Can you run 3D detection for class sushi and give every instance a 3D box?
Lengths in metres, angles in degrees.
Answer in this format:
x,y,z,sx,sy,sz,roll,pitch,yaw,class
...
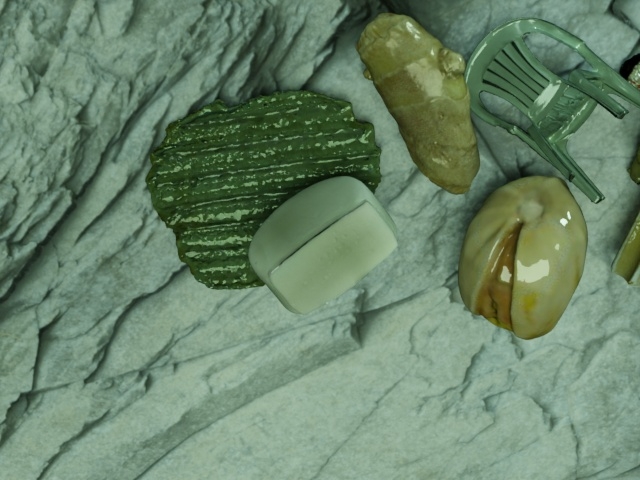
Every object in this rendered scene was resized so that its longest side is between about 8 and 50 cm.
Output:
x,y,z,sx,sy,sz,roll,pitch,yaw,class
0.592,-0.279,1.756,0.150,0.078,0.090,7,116,-4,sushi

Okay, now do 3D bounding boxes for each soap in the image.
x,y,z,sx,sy,sz,roll,pitch,yaw,class
0.634,-0.028,1.859,0.140,0.073,0.232,-1,122,-37,soap

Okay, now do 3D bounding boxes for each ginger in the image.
x,y,z,sx,sy,sz,roll,pitch,yaw,class
0.183,-0.229,1.743,0.190,0.126,0.354,-5,126,34,ginger

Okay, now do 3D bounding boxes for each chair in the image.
x,y,z,sx,sy,sz,roll,pitch,yaw,class
0.397,-0.229,1.716,0.190,0.274,0.203,9,122,-49,chair

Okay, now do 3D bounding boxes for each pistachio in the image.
x,y,z,sx,sy,sz,roll,pitch,yaw,class
0.367,0.030,1.839,0.230,0.230,0.308,5,121,-3,pistachio

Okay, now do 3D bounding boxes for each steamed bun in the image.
x,y,z,sx,sy,sz,roll,pitch,yaw,class
0.000,0.000,1.769,0.242,0.164,0.146,-37,121,0,steamed bun

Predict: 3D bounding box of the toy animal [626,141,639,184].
x,y,z,sx,sy,sz,roll,pitch,yaw,class
0.593,-0.158,1.775,0.103,0.218,0.101,37,86,0,toy animal

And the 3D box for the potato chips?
x,y,z,sx,sy,sz,roll,pitch,yaw,class
-0.096,-0.091,1.844,0.429,0.070,0.358,-10,114,4,potato chips
